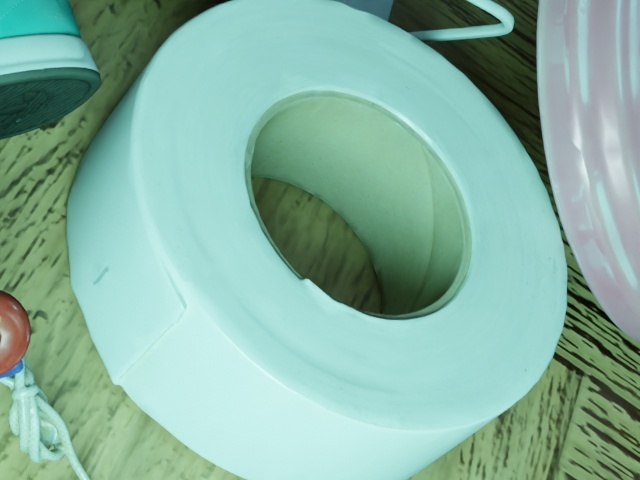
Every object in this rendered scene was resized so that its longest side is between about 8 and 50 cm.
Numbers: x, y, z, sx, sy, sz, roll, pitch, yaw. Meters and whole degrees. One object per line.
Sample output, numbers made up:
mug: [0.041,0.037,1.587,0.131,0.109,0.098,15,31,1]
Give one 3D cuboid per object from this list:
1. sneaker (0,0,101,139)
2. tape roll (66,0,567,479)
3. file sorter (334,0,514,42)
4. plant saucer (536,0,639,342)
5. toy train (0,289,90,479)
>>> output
sneaker: [-0.263,-0.141,0.832,0.295,0.124,0.178,-9,72,-46]
tape roll: [0.000,0.000,0.937,0.286,0.100,0.286,17,54,-25]
file sorter: [0.041,-0.277,0.995,0.192,0.173,0.278,22,78,-36]
plant saucer: [0.249,-0.095,1.069,0.332,0.084,0.332,8,81,-56]
toy train: [-0.212,0.062,0.764,0.143,0.105,0.248,-30,114,-18]
